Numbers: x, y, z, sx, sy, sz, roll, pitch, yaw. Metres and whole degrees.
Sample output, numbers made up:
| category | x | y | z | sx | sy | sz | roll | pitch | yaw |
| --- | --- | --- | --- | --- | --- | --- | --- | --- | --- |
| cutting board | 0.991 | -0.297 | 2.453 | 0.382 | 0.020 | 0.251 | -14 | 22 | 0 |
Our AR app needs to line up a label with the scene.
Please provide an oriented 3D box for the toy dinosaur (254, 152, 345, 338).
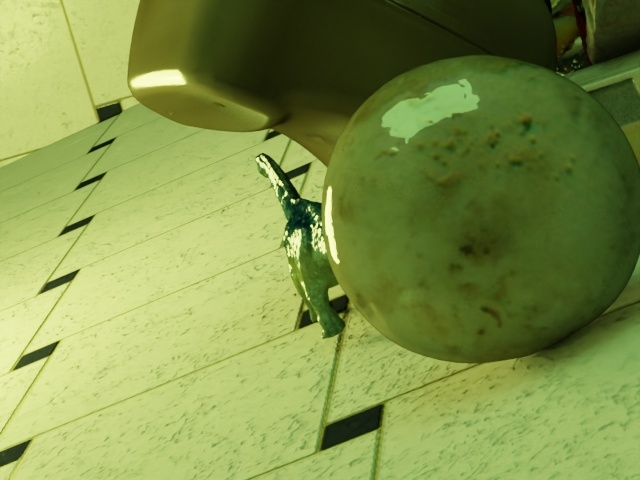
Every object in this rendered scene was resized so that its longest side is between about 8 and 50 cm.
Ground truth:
| category | x | y | z | sx | sy | sz | roll | pitch | yaw |
| --- | --- | --- | --- | --- | --- | --- | --- | --- | --- |
| toy dinosaur | 0.004 | 0.009 | 1.618 | 0.076 | 0.147 | 0.363 | -26 | 14 | -6 |

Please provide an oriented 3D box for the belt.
| category | x | y | z | sx | sy | sz | roll | pitch | yaw |
| --- | --- | --- | --- | --- | --- | --- | --- | --- | --- |
| belt | 0.281 | -0.228 | 1.598 | 0.124 | 0.128 | 0.201 | -13 | -14 | 6 |

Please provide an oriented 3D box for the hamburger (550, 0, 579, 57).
| category | x | y | z | sx | sy | sz | roll | pitch | yaw |
| --- | --- | --- | --- | --- | --- | --- | --- | --- | --- |
| hamburger | 0.225 | -0.264 | 2.267 | 0.237 | 0.147 | 0.237 | -36 | 10 | 8 |

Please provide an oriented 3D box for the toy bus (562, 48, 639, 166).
| category | x | y | z | sx | sy | sz | roll | pitch | yaw |
| --- | --- | --- | --- | --- | --- | --- | --- | --- | --- |
| toy bus | 0.276 | -0.098 | 1.554 | 0.343 | 0.138 | 0.097 | -18 | 15 | 30 |

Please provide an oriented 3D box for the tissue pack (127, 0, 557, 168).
| category | x | y | z | sx | sy | sz | roll | pitch | yaw |
| --- | --- | --- | --- | --- | --- | --- | --- | --- | --- |
| tissue pack | 0.031 | -0.199 | 1.763 | 0.267 | 0.387 | 0.276 | 6 | 75 | 65 |

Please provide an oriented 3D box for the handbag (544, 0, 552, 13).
| category | x | y | z | sx | sy | sz | roll | pitch | yaw |
| --- | --- | --- | --- | --- | --- | --- | --- | --- | --- |
| handbag | 0.137 | -0.224 | 2.091 | 0.254 | 0.181 | 0.181 | -48 | -22 | -1 |

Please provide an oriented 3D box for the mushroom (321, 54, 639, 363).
| category | x | y | z | sx | sy | sz | roll | pitch | yaw |
| --- | --- | --- | --- | --- | --- | --- | --- | --- | --- |
| mushroom | 0.121 | -0.017 | 1.408 | 0.244 | 0.243 | 0.243 | -24 | 14 | 6 |

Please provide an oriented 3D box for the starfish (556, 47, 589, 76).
| category | x | y | z | sx | sy | sz | roll | pitch | yaw |
| --- | --- | --- | --- | --- | --- | --- | --- | --- | --- |
| starfish | 0.278 | -0.179 | 2.035 | 0.216 | 0.071 | 0.238 | -30 | 3 | 3 |
